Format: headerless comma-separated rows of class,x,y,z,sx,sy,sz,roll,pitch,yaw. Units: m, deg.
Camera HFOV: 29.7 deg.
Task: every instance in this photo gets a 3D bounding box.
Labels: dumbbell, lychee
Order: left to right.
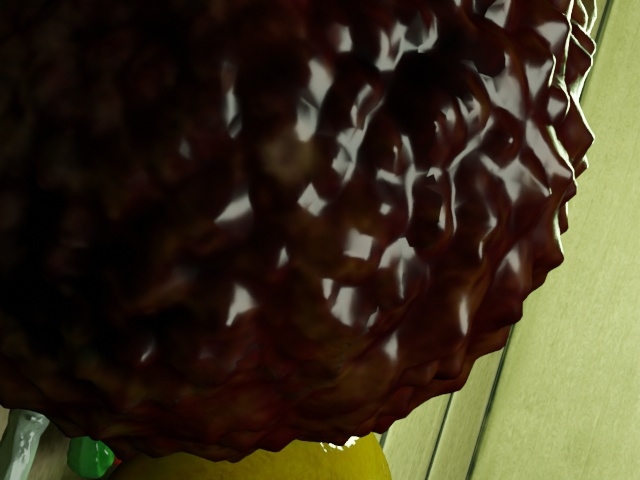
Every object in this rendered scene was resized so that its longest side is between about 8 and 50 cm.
dumbbell,-0.230,0.178,0.875,0.100,0.100,0.191,44,63,-68
lychee,-0.054,-0.086,0.674,0.500,0.425,0.424,108,5,-67

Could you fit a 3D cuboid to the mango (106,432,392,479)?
mango,-0.095,0.295,1.156,0.446,0.232,0.300,-26,135,-53

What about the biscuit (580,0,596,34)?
biscuit,0.072,-0.295,1.097,0.394,0.076,0.368,-31,99,-39

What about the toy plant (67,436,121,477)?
toy plant,-0.155,0.108,1.050,0.240,0.088,0.154,-42,143,-66
